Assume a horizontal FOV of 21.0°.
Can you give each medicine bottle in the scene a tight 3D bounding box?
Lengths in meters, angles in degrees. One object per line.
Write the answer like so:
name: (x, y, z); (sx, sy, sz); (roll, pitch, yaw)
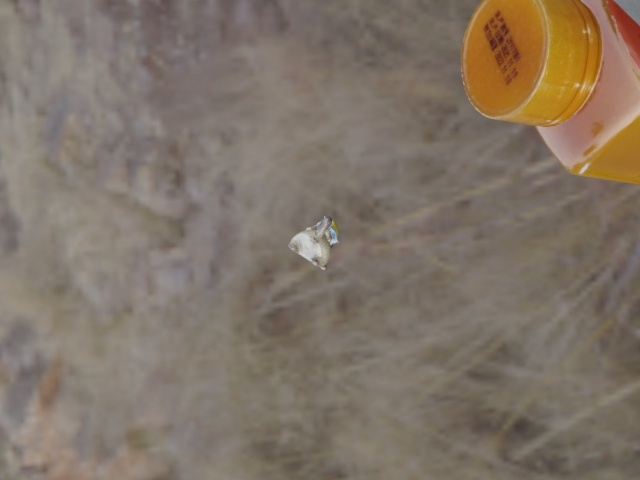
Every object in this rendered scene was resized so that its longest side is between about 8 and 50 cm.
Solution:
medicine bottle: (0.225, -0.129, 1.314); (0.112, 0.222, 0.149); (-46, 49, 43)

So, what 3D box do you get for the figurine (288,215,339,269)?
figurine: (0.000, 0.000, 1.764); (0.050, 0.047, 0.083); (-51, -2, 1)
